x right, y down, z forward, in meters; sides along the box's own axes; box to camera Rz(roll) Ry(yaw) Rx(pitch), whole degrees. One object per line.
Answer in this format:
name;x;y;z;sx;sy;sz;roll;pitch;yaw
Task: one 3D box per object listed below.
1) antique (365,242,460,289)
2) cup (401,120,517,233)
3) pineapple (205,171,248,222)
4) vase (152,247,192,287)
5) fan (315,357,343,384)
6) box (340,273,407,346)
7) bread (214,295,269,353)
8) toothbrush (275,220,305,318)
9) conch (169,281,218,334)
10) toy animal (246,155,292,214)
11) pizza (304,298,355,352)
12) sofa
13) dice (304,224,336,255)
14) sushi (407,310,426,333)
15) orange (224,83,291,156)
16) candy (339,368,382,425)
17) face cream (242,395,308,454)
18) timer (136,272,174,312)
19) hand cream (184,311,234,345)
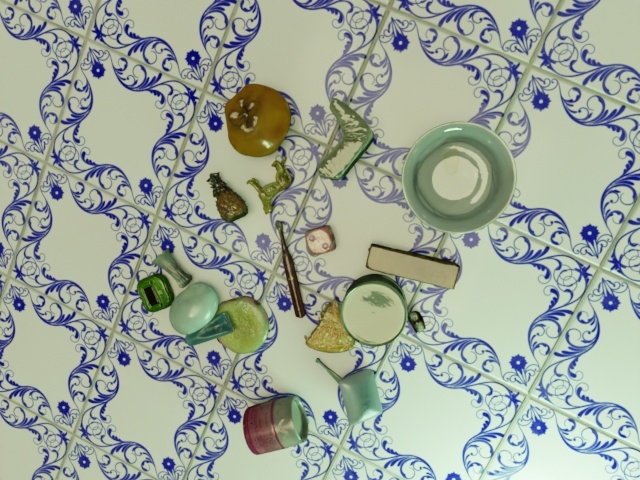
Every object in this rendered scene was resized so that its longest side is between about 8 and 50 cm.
antique;0.311;0.085;1.651;0.309;0.093;0.087;13;98;7
cup;0.438;-0.201;1.562;0.347;0.163;0.347;1;97;10
pineapple;-0.342;-0.161;1.731;0.108;0.108;0.198;-32;81;11
vase;-0.550;0.110;1.805;0.081;0.081;0.149;-43;91;11
fan;0.054;0.505;1.781;0.193;0.016;0.038;42;103;2
box;0.186;0.239;1.662;0.226;0.149;0.226;1;97;8
bread;-0.304;0.319;1.810;0.228;0.033;0.229;1;97;11
toothbrush;-0.111;0.105;1.751;0.040;0.041;0.364;-12;95;10
conch;-0.484;0.251;1.789;0.221;0.121;0.185;-47;46;5
toy animal;-0.162;-0.198;1.716;0.181;0.073;0.136;-37;98;-1
pizza;0.040;0.306;1.741;0.188;0.062;0.199;8;92;-4
sofa;0.054;-0.322;1.589;0.176;0.210;0.225;40;102;1
dice;0.000;0.000;1.693;0.094;0.093;0.091;-16;94;12
sushi;0.342;0.286;1.704;0.046;0.044;0.083;-28;94;-10
orange;-0.215;-0.409;1.634;0.248;0.183;0.249;1;97;11
candy;0.145;0.564;1.736;0.138;0.071;0.174;-16;95;-20
face cream;-0.161;0.671;1.756;0.194;0.175;0.175;-19;93;12
timer;-0.633;0.202;1.843;0.128;0.047;0.140;-21;93;12
hand cream;-0.423;0.344;1.809;0.224;0.048;0.083;-28;84;20
